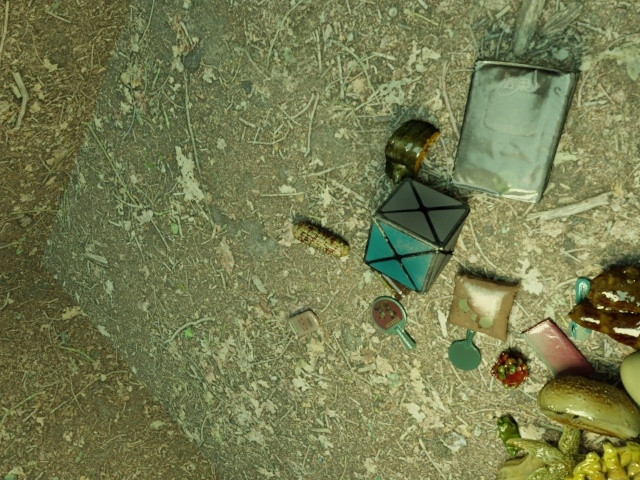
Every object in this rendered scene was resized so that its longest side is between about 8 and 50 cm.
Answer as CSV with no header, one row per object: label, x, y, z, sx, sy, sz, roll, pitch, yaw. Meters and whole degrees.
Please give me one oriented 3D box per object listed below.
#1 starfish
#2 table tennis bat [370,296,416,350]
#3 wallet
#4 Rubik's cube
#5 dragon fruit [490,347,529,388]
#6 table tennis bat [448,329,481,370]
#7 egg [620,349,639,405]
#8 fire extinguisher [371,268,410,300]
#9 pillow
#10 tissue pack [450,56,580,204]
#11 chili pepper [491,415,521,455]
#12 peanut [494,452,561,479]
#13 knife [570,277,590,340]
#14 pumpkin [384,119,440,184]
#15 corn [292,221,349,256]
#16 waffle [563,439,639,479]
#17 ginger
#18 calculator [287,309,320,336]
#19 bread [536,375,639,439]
starfish,0.830,0.782,1.711,0.357,0.078,0.347,-36,94,-5
table tennis bat,0.300,0.336,1.996,0.153,0.040,0.244,-41,81,35
wallet,0.814,0.384,1.703,0.232,0.025,0.119,50,126,6
Rubik's cube,0.320,-0.016,1.671,0.260,0.255,0.259,26,142,21
dragon fruit,0.673,0.462,1.779,0.138,0.175,0.142,-16,69,25
table tennis bat,0.552,0.409,1.871,0.124,0.033,0.201,18,119,23
egg,1.029,0.433,1.492,0.241,0.186,0.186,41,124,11
fire extinguisher,0.259,0.107,1.915,0.106,0.075,0.252,-42,82,8
pillow,0.572,0.231,1.756,0.223,0.084,0.236,17,119,24
tissue pack,0.578,-0.333,1.508,0.288,0.124,0.394,18,117,24
chili pepper,0.708,0.717,1.871,0.072,0.073,0.204,-20,109,17
peanut,0.775,0.900,1.846,0.158,0.174,0.340,35,126,-13
knife,0.852,0.227,1.615,0.064,0.031,0.222,5,111,33
pumpkin,0.290,-0.293,1.699,0.131,0.126,0.248,33,123,19
corn,0.000,0.000,2.016,0.253,0.086,0.086,27,120,19
waffle,0.970,0.780,1.602,0.381,0.095,0.380,3,126,-7
ginger,0.981,0.219,1.449,0.418,0.176,0.254,25,122,26
calculator,-0.077,0.375,2.239,0.175,0.032,0.100,-27,93,36
bread,0.865,0.531,1.597,0.305,0.305,0.159,10,74,28
